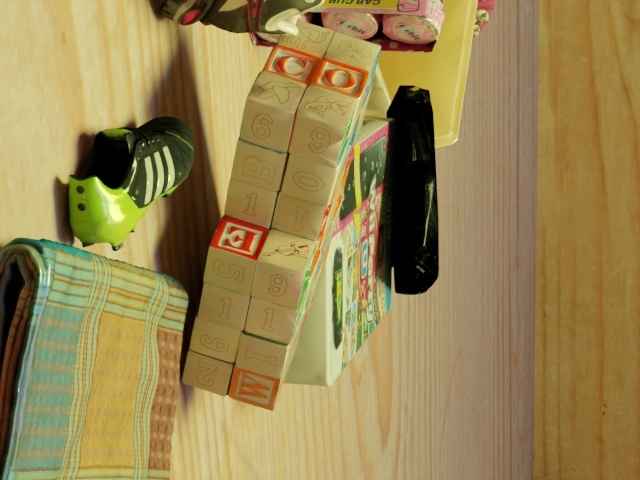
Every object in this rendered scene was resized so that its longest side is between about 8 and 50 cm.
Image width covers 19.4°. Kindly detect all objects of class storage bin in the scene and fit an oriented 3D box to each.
[{"bbox_3d":[0.100,-0.273,2.201,0.262,0.123,0.260,64,32,-65],"label":"storage bin"}]

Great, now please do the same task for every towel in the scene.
[{"bbox_3d":[-0.171,0.145,1.392,0.370,0.040,0.271,22,73,-76],"label":"towel"}]

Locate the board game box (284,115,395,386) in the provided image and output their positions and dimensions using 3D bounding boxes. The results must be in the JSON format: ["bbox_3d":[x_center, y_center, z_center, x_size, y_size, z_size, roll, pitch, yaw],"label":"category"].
[{"bbox_3d":[0.000,0.000,1.929,0.303,0.097,0.224,-44,136,-72],"label":"board game box"}]

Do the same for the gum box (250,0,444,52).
[{"bbox_3d":[0.031,-0.242,1.789,0.062,0.188,0.107,72,25,-57],"label":"gum box"}]

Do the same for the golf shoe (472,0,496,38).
[{"bbox_3d":[0.176,-0.393,2.513,0.306,0.115,0.140,88,-3,-53],"label":"golf shoe"}]

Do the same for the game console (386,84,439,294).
[{"bbox_3d":[0.090,-0.032,2.158,0.361,0.044,0.213,112,-24,-77],"label":"game console"}]

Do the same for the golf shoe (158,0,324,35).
[{"bbox_3d":[-0.035,-0.243,1.457,0.273,0.120,0.105,137,-32,-65],"label":"golf shoe"}]

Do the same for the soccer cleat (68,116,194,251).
[{"bbox_3d":[-0.141,-0.061,1.417,0.179,0.060,0.072,-60,149,-55],"label":"soccer cleat"}]

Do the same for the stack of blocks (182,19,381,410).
[{"bbox_3d":[-0.036,-0.019,1.621,0.171,0.087,0.297,-69,175,-49],"label":"stack of blocks"}]
